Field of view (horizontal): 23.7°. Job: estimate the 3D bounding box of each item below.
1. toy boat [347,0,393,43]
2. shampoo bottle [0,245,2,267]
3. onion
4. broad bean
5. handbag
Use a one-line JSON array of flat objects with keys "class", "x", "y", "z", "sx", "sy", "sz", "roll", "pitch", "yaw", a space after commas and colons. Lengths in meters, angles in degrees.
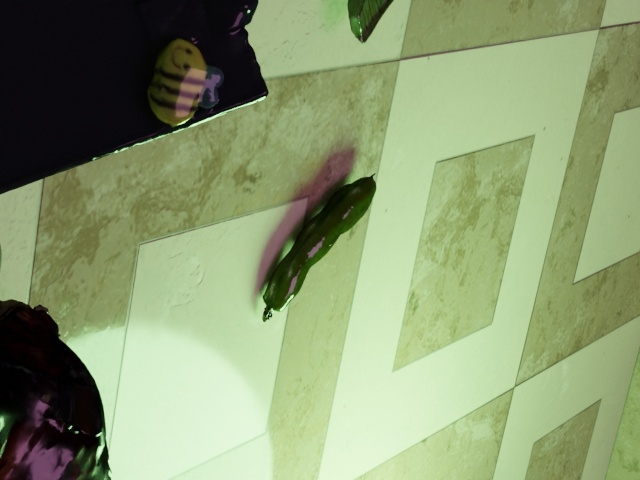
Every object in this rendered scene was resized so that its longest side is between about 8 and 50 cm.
[{"class": "toy boat", "x": 0.102, "y": -0.358, "z": 1.865, "sx": 0.293, "sy": 0.055, "sz": 0.093, "roll": -54, "pitch": 149, "yaw": -27}, {"class": "shampoo bottle", "x": -0.311, "y": 0.020, "z": 1.222, "sx": 0.087, "sy": 0.234, "sz": 0.118, "roll": 32, "pitch": 87, "yaw": -21}, {"class": "onion", "x": -0.315, "y": 0.176, "z": 1.348, "sx": 0.281, "sy": 0.221, "sz": 0.281, "roll": 30, "pitch": 54, "yaw": -52}, {"class": "broad bean", "x": -0.001, "y": -0.002, "z": 1.934, "sx": 0.254, "sy": 0.046, "sz": 0.065, "roll": -51, "pitch": 154, "yaw": -27}, {"class": "handbag", "x": -0.217, "y": -0.199, "z": 1.108, "sx": 0.329, "sy": 0.122, "sz": 0.303, "roll": -20, "pitch": 103, "yaw": -11}]
